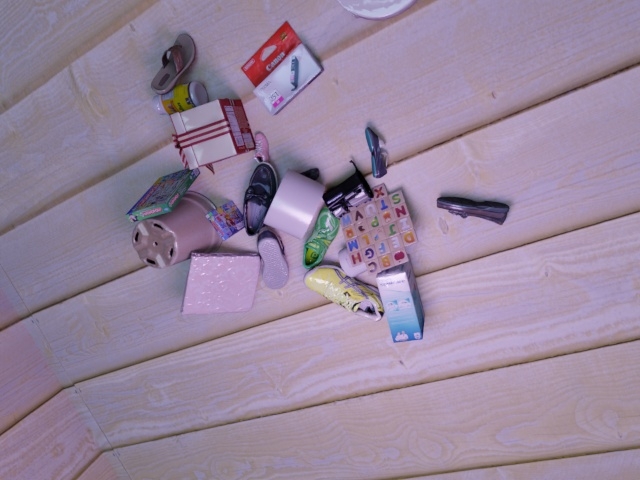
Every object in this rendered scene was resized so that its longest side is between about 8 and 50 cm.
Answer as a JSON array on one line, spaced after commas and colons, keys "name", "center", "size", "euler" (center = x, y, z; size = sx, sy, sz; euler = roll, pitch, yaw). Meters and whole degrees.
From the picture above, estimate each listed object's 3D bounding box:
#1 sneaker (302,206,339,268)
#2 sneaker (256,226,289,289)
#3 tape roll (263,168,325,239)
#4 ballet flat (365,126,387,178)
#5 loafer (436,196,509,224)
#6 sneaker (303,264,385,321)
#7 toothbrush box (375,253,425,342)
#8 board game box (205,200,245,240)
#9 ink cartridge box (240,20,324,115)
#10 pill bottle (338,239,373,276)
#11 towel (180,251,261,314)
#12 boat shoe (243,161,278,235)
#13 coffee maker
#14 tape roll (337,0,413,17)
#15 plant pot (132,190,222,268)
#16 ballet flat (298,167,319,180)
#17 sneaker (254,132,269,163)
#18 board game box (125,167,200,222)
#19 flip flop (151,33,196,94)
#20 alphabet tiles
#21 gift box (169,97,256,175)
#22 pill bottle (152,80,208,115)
[{"name": "sneaker", "center": [0.000, 0.000, 1.858], "size": [0.110, 0.123, 0.295], "euler": [22, 112, 9]}, {"name": "sneaker", "center": [-0.213, 0.077, 1.957], "size": [0.126, 0.127, 0.321], "euler": [-8, 133, -6]}, {"name": "tape roll", "center": [-0.105, -0.146, 1.759], "size": [0.169, 0.246, 0.246], "euler": [24, 114, -6]}, {"name": "ballet flat", "center": [0.225, -0.347, 1.712], "size": [0.074, 0.074, 0.203], "euler": [-9, 99, 19]}, {"name": "loafer", "center": [0.578, -0.110, 1.671], "size": [0.268, 0.096, 0.084], "euler": [8, 116, 12]}, {"name": "sneaker", "center": [0.111, 0.220, 1.845], "size": [0.385, 0.147, 0.145], "euler": [21, 110, -8]}, {"name": "toothbrush box", "center": [0.333, 0.234, 1.789], "size": [0.126, 0.216, 0.295], "euler": [-13, 103, 19]}, {"name": "board game box", "center": [-0.403, -0.089, 1.904], "size": [0.035, 0.201, 0.136], "euler": [-32, 96, 24]}, {"name": "ink cartridge box", "center": [-0.162, -0.675, 1.715], "size": [0.275, 0.060, 0.239], "euler": [-36, 96, 24]}, {"name": "pill bottle", "center": [0.200, 0.051, 1.812], "size": [0.229, 0.131, 0.131], "euler": [-28, 98, 22]}, {"name": "towel", "center": [-0.452, 0.199, 1.991], "size": [0.332, 0.053, 0.316], "euler": [3, 115, -30]}, {"name": "boat shoe", "center": [-0.271, -0.165, 1.866], "size": [0.127, 0.113, 0.340], "euler": [22, 121, 3]}, {"name": "coffee maker", "center": [0.103, -0.199, 1.774], "size": [0.178, 0.120, 0.171], "euler": [-30, 58, 20]}, {"name": "tape roll", "center": [0.202, -0.973, 1.500], "size": [0.392, 0.072, 0.391], "euler": [5, 110, 15]}, {"name": "plant pot", "center": [-0.649, -0.026, 1.942], "size": [0.334, 0.305, 0.333], "euler": [5, 110, 15]}, {"name": "ballet flat", "center": [-0.082, -0.265, 1.845], "size": [0.173, 0.049, 0.057], "euler": [-8, 133, 24]}, {"name": "sneaker", "center": [-0.252, -0.385, 1.833], "size": [0.051, 0.070, 0.134], "euler": [-6, 105, 21]}, {"name": "board game box", "center": [-0.674, -0.205, 1.885], "size": [0.214, 0.317, 0.046], "euler": [-12, 124, 19]}, {"name": "flip flop", "center": [-0.605, -0.724, 1.769], "size": [0.112, 0.080, 0.277], "euler": [28, 81, 14]}, {"name": "alphabet tiles", "center": [0.224, -0.047, 1.739], "size": [0.285, 0.011, 0.342], "euler": [-22, 68, 22]}, {"name": "gift box", "center": [-0.441, -0.414, 1.780], "size": [0.258, 0.255, 0.276], "euler": [-12, 99, 18]}, {"name": "pill bottle", "center": [-0.595, -0.593, 1.837], "size": [0.215, 0.117, 0.117], "euler": [-7, 106, 19]}]
